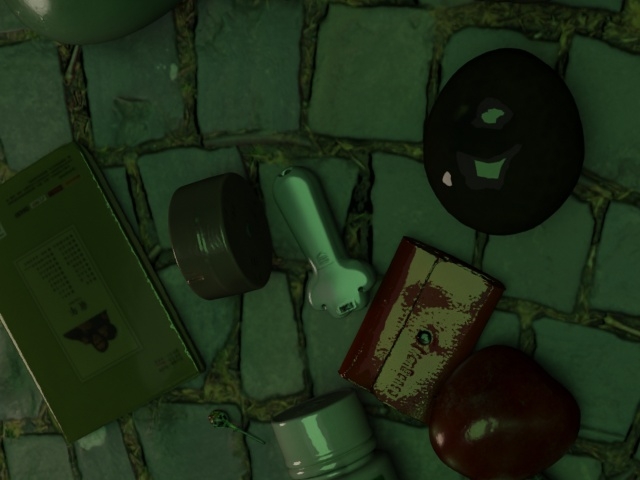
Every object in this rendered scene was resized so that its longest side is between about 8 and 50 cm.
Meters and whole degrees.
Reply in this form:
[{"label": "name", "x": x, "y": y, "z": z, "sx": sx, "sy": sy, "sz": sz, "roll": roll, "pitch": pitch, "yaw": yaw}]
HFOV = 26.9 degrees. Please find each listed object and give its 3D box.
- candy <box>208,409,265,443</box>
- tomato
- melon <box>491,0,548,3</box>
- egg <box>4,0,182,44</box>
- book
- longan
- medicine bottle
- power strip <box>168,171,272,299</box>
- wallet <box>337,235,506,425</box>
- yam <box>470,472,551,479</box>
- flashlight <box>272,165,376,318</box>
[{"label": "candy", "x": -0.110, "y": 0.250, "z": 1.763, "sx": 0.083, "sy": 0.023, "sz": 0.025, "roll": 29, "pitch": 97, "yaw": 0}, {"label": "tomato", "x": 0.223, "y": 0.211, "z": 1.587, "sx": 0.166, "sy": 0.082, "sz": 0.174, "roll": 43, "pitch": 68, "yaw": 5}, {"label": "melon", "x": 0.182, "y": -0.396, "z": 1.453, "sx": 0.330, "sy": 0.268, "sz": 0.269, "roll": 21, "pitch": 103, "yaw": 6}, {"label": "egg", "x": -0.236, "y": -0.406, "z": 1.563, "sx": 0.276, "sy": 0.276, "sz": 0.389, "roll": 39, "pitch": 109, "yaw": 7}, {"label": "book", "x": -0.331, "y": 0.071, "z": 1.788, "sx": 0.239, "sy": 0.035, "sz": 0.352, "roll": -29, "pitch": 90, "yaw": 19}, {"label": "longan", "x": 0.209, "y": -0.111, "z": 1.529, "sx": 0.198, "sy": 0.198, "sz": 0.212, "roll": -6, "pitch": 85, "yaw": 16}, {"label": "medicine bottle", "x": 0.033, "y": 0.313, "z": 1.668, "sx": 0.139, "sy": 0.139, "sz": 0.237, "roll": -20, "pitch": 94, "yaw": 17}, {"label": "power strip", "x": -0.122, "y": -0.006, "z": 1.660, "sx": 0.078, "sy": 0.154, "sz": 0.154, "roll": -15, "pitch": 94, "yaw": 20}, {"label": "wallet", "x": 0.123, "y": 0.113, "z": 1.661, "sx": 0.142, "sy": 0.045, "sz": 0.204, "roll": 28, "pitch": 105, "yaw": 10}, {"label": "yam", "x": 0.238, "y": 0.298, "z": 1.642, "sx": 0.078, "sy": 0.078, "sz": 0.179, "roll": -44, "pitch": 84, "yaw": 17}, {"label": "flashlight", "x": 0.000, "y": 0.000, "z": 1.680, "sx": 0.093, "sy": 0.047, "sz": 0.200, "roll": -26, "pitch": 88, "yaw": 19}]
